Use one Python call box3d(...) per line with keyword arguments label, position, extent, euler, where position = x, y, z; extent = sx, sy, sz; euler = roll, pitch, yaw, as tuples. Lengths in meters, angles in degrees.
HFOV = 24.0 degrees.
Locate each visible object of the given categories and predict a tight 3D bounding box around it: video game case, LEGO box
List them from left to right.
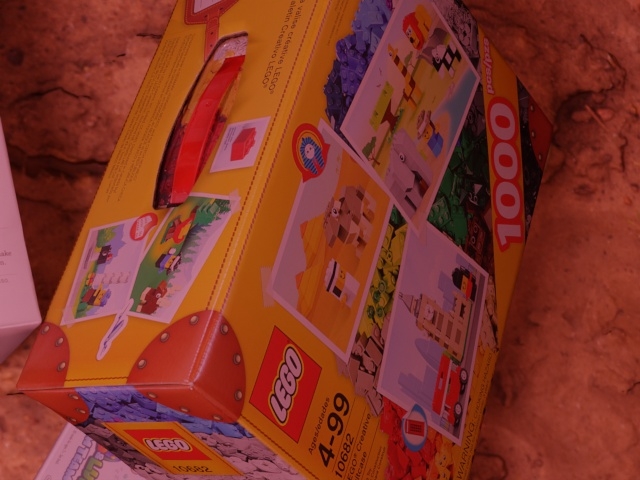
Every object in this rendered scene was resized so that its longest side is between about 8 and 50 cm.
box3d(label="video game case", position=(-0.175, 0.216, 1.341), extent=(0.143, 0.019, 0.157), euler=(35, 57, -13))
box3d(label="LEGO box", position=(0.000, 0.000, 1.336), extent=(0.372, 0.193, 0.500), euler=(45, 51, -40))

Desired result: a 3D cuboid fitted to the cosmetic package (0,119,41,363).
box3d(label="cosmetic package", position=(-0.358, -0.067, 1.250), extent=(0.155, 0.197, 0.366), euler=(-7, 72, -30))
